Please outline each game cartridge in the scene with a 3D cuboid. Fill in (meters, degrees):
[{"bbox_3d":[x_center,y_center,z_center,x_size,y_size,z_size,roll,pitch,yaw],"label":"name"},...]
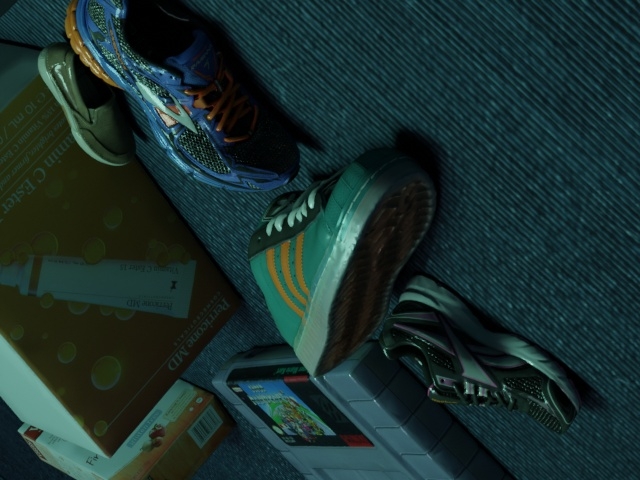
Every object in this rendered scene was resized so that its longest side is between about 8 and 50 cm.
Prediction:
[{"bbox_3d":[0.034,0.196,1.904,0.230,0.068,0.355,42,160,-15],"label":"game cartridge"}]

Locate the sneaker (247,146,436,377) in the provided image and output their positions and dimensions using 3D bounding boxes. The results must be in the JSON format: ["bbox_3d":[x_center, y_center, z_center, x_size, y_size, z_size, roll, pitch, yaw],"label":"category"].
[{"bbox_3d":[0.000,0.000,1.489,0.121,0.108,0.302,47,153,14],"label":"sneaker"}]

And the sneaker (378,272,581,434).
[{"bbox_3d":[0.123,0.109,1.537,0.178,0.077,0.072,33,159,19],"label":"sneaker"}]

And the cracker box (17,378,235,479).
[{"bbox_3d":[-0.236,0.226,2.293,0.232,0.156,0.067,18,150,45],"label":"cracker box"}]

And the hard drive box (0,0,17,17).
[{"bbox_3d":[-0.243,-0.247,1.235,0.181,0.232,0.089,38,160,6],"label":"hard drive box"}]

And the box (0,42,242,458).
[{"bbox_3d":[-0.271,0.008,1.827,0.168,0.215,0.345,15,148,48],"label":"box"}]

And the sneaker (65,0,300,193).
[{"bbox_3d":[-0.102,-0.120,1.470,0.221,0.083,0.087,40,152,-9],"label":"sneaker"}]

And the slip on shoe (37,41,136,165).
[{"bbox_3d":[-0.198,-0.120,1.687,0.041,0.051,0.135,3,133,41],"label":"slip on shoe"}]
